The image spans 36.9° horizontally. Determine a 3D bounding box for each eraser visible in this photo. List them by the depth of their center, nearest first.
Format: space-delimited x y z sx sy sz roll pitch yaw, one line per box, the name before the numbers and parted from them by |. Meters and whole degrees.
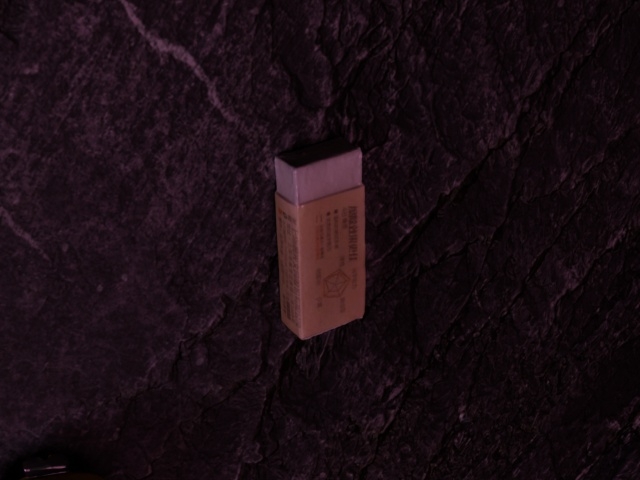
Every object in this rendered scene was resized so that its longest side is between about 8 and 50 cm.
eraser | 0.000 0.000 1.662 0.144 0.078 0.343 -19 125 -28

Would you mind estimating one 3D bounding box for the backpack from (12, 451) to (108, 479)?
backpack | -0.442 0.530 1.558 0.353 0.201 0.378 -2 119 -35
